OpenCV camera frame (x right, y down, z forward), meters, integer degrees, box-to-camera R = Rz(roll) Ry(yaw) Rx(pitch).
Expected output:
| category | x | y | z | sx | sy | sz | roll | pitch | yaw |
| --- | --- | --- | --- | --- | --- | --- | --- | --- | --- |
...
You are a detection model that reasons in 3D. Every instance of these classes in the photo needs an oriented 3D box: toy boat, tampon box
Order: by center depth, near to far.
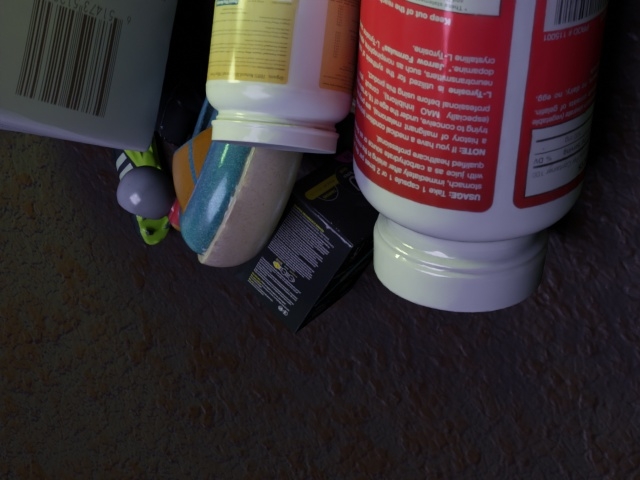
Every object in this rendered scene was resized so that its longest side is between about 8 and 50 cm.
| category | x | y | z | sx | sy | sz | roll | pitch | yaw |
| --- | --- | --- | --- | --- | --- | --- | --- | --- | --- |
| toy boat | -0.122 | -0.080 | 1.722 | 0.148 | 0.267 | 0.318 | 20 | 154 | -14 |
| tampon box | 0.000 | 0.000 | 1.759 | 0.101 | 0.120 | 0.161 | 43 | 132 | 11 |

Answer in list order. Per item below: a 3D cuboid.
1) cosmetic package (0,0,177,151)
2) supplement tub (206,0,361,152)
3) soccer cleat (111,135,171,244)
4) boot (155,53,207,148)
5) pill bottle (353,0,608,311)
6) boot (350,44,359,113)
| category | x | y | z | sx | sy | sz | roll | pitch | yaw |
| --- | --- | --- | --- | --- | --- | --- | --- | --- | --- |
| cosmetic package | -0.403 | -0.297 | 1.703 | 0.394 | 0.329 | 0.327 | 10 | 90 | 32 |
| supplement tub | -0.035 | -0.189 | 1.512 | 0.144 | 0.144 | 0.199 | 7 | 91 | 36 |
| soccer cleat | -0.226 | -0.083 | 1.949 | 0.072 | 0.060 | 0.178 | 20 | 125 | 52 |
| boot | -0.156 | -0.151 | 1.858 | 0.121 | 0.045 | 0.099 | 46 | 131 | 20 |
| pill bottle | 0.147 | -0.147 | 1.490 | 0.229 | 0.229 | 0.407 | 21 | 124 | 29 |
| boot | 0.033 | -0.188 | 1.635 | 0.085 | 0.158 | 0.059 | -15 | 62 | 37 |
